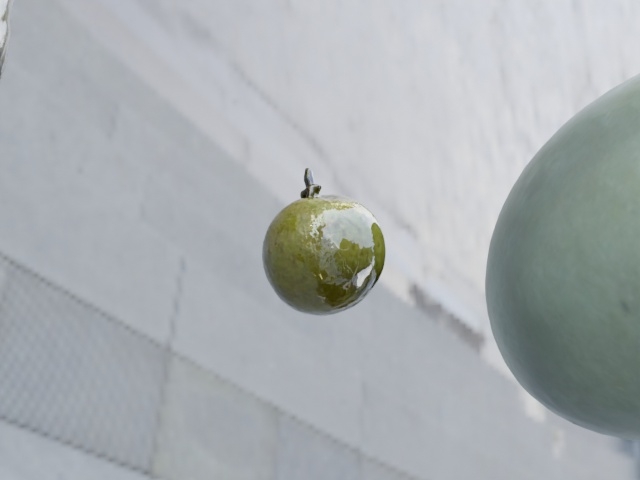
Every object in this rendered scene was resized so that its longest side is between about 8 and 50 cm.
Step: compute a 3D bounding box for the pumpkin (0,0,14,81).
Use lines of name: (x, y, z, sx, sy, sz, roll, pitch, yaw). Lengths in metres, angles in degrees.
pumpkin: (-0.212, -0.185, 0.977, 0.148, 0.169, 0.312, -64, -166, -19)

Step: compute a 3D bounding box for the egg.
egg: (0.267, 0.002, 1.256, 0.258, 0.352, 0.258, 19, 56, -32)

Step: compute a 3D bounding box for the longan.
longan: (0.000, 0.000, 1.009, 0.075, 0.075, 0.083, 2, 73, -75)
